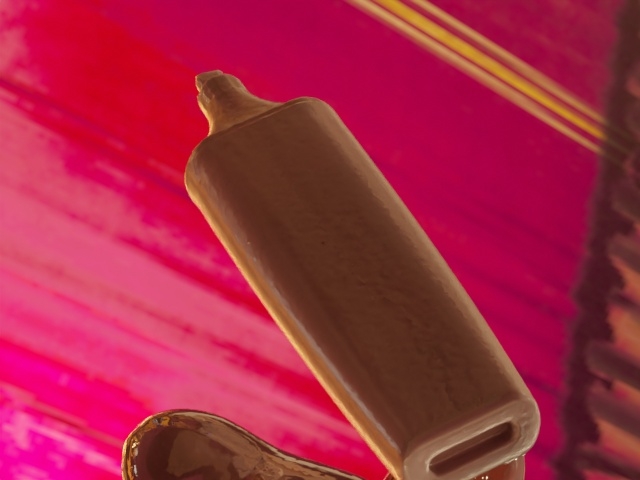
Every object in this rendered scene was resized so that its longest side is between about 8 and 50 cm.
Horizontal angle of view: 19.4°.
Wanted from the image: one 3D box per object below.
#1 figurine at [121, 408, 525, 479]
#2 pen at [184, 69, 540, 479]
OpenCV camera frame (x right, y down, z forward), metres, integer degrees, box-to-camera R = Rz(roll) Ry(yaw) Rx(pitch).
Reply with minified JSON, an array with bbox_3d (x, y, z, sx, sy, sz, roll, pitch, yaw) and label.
[{"bbox_3d":[-0.016,0.243,1.151,0.211,0.261,0.270,-68,163,-51],"label":"figurine"},{"bbox_3d":[0.000,0.000,0.551,0.053,0.032,0.197,-24,-138,-9],"label":"pen"}]
